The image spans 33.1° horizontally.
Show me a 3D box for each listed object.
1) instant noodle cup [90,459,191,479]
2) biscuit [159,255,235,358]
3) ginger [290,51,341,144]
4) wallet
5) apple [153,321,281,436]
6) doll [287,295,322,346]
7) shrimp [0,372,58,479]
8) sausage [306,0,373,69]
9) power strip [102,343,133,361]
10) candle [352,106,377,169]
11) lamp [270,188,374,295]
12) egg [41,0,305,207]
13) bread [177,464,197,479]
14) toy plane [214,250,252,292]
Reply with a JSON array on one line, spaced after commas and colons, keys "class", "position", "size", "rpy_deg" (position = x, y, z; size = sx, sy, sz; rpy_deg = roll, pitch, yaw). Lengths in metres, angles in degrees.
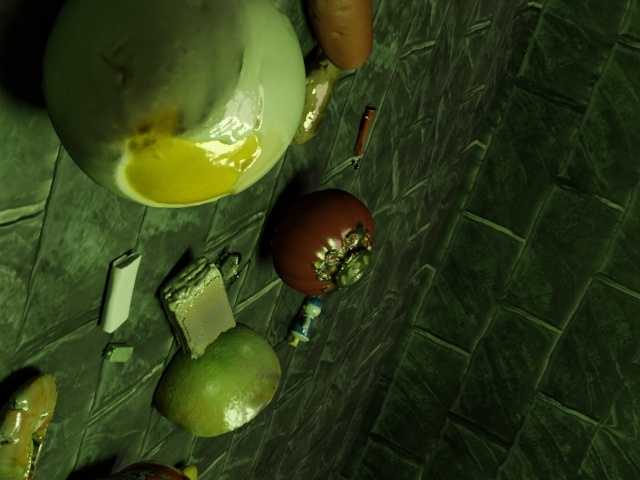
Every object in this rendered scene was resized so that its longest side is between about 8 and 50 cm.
[{"class": "instant noodle cup", "position": [-0.337, 0.507, 1.847], "size": [0.250, 0.250, 0.192], "rpy_deg": [-64, 157, 2]}, {"class": "biscuit", "position": [-0.215, 0.120, 1.884], "size": [0.108, 0.062, 0.239], "rpy_deg": [-41, 157, -17]}, {"class": "ginger", "position": [-0.017, -0.255, 1.919], "size": [0.095, 0.068, 0.190], "rpy_deg": [-101, -146, -79]}, {"class": "wallet", "position": [-0.302, 0.077, 1.627], "size": [0.061, 0.025, 0.122], "rpy_deg": [-37, 150, -54]}, {"class": "apple", "position": [-0.177, 0.247, 2.025], "size": [0.265, 0.193, 0.120], "rpy_deg": [-46, 147, -40]}, {"class": "doll", "position": [-0.035, 0.194, 2.619], "size": [0.143, 0.057, 0.099], "rpy_deg": [-62, -174, -7]}, {"class": "shrimp", "position": [-0.427, 0.295, 1.528], "size": [0.145, 0.061, 0.267], "rpy_deg": [-56, 163, -58]}, {"class": "sausage", "position": [0.031, -0.385, 1.780], "size": [0.114, 0.113, 0.259], "rpy_deg": [-59, 165, -14]}, {"class": "power strip", "position": [-0.326, 0.180, 1.731], "size": [0.027, 0.017, 0.083], "rpy_deg": [-64, 165, 0]}, {"class": "candle", "position": [0.092, -0.227, 2.405], "size": [0.026, 0.021, 0.167], "rpy_deg": [-16, 139, -33]}, {"class": "lamp", "position": [0.000, 0.000, 2.150], "size": [0.227, 0.226, 0.227], "rpy_deg": [-55, 163, -27]}, {"class": "egg", "position": [-0.154, -0.180, 1.212], "size": [0.283, 0.283, 0.345], "rpy_deg": [-66, 170, 9]}, {"class": "bread", "position": [-0.320, 0.548, 2.286], "size": [0.187, 0.065, 0.150], "rpy_deg": [6, 99, -70]}, {"class": "toy plane", "position": [-0.172, 0.061, 1.976], "size": [0.121, 0.049, 0.031], "rpy_deg": [-51, 170, 23]}]
